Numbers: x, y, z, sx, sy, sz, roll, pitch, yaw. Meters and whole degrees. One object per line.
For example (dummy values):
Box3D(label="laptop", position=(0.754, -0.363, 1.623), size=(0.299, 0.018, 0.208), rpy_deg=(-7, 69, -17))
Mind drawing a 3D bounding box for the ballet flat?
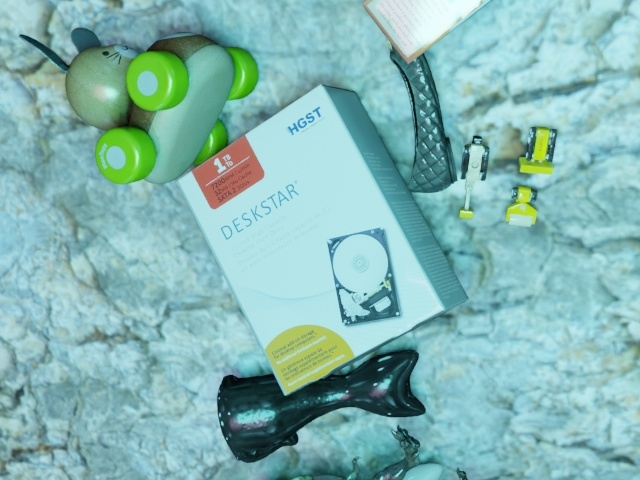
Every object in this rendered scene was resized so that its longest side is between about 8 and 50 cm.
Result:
Box3D(label="ballet flat", position=(0.086, -0.124, 0.926), size=(0.049, 0.057, 0.173), rpy_deg=(-15, 106, 6))

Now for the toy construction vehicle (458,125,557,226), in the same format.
Box3D(label="toy construction vehicle", position=(0.174, -0.064, 0.942), size=(0.086, 0.035, 0.098), rpy_deg=(3, 112, 2))

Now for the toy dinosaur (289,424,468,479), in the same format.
Box3D(label="toy dinosaur", position=(0.087, 0.263, 0.999), size=(0.268, 0.064, 0.118), rpy_deg=(30, 104, -17))

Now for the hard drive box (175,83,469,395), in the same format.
Box3D(label="hard drive box", position=(0.000, 0.000, 0.943), size=(0.181, 0.089, 0.232), rpy_deg=(-32, 80, 22))

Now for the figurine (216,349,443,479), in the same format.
Box3D(label="figurine", position=(0.021, 0.225, 1.047), size=(0.210, 0.092, 0.214), rpy_deg=(-12, 106, 7))

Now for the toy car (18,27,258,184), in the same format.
Box3D(label="toy car", position=(-0.185, -0.157, 0.948), size=(0.188, 0.155, 0.148), rpy_deg=(35, 114, 15))

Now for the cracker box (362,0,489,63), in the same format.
Box3D(label="cracker box", position=(0.154, -0.248, 0.814), size=(0.232, 0.155, 0.067), rpy_deg=(-36, 96, 23))
